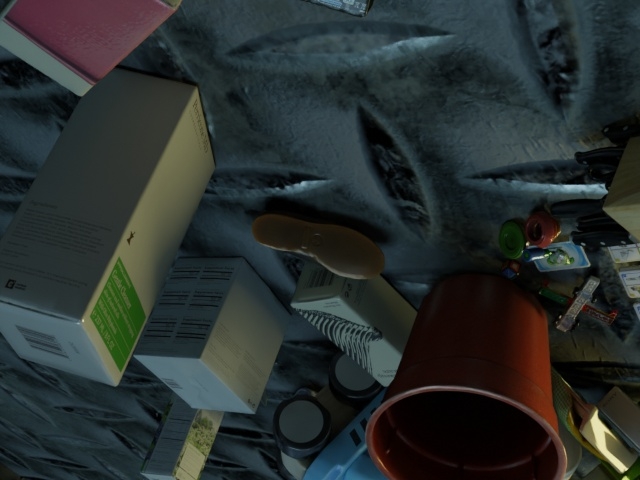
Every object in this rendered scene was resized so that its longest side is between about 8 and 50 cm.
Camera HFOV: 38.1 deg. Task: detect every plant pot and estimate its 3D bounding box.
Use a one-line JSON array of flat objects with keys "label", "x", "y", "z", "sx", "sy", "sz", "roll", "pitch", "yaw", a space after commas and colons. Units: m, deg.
[{"label": "plant pot", "x": 0.224, "y": 0.206, "z": 1.355, "sx": 0.272, "sy": 0.265, "sz": 0.272, "roll": 9, "pitch": 132, "yaw": 10}]

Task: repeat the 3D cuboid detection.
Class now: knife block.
[{"label": "knife block", "x": 0.361, "y": -0.038, "z": 0.968, "sx": 0.088, "sy": 0.275, "sz": 0.242, "roll": 33, "pitch": 117, "yaw": -23}]

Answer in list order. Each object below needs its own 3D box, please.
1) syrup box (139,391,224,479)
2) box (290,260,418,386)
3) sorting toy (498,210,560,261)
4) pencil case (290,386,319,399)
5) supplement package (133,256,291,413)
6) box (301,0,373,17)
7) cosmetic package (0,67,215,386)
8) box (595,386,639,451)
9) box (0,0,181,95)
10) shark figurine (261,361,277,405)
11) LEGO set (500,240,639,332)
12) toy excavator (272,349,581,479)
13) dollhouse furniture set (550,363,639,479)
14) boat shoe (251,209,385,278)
[{"label": "syrup box", "x": -0.302, "y": 0.436, "z": 2.084, "sx": 0.096, "sy": 0.237, "sz": 0.093, "roll": -2, "pitch": 143, "yaw": 30}, {"label": "box", "x": 0.082, "y": 0.135, "z": 1.529, "sx": 0.113, "sy": 0.094, "sz": 0.275, "roll": -11, "pitch": 137, "yaw": 41}, {"label": "sorting toy", "x": 0.287, "y": -0.003, "z": 1.246, "sx": 0.042, "sy": 0.061, "sz": 0.102, "roll": -5, "pitch": 169, "yaw": -29}, {"label": "pencil case", "x": 0.044, "y": 0.421, "z": 1.977, "sx": 0.273, "sy": 0.124, "sz": 0.113, "roll": 33, "pitch": 147, "yaw": -20}, {"label": "supplement package", "x": -0.183, "y": 0.164, "z": 1.620, "sx": 0.149, "sy": 0.203, "sz": 0.194, "roll": -1, "pitch": 143, "yaw": 31}, {"label": "box", "x": -0.024, "y": -0.319, "z": 0.852, "sx": 0.191, "sy": 0.045, "sz": 0.184, "roll": 16, "pitch": 122, "yaw": 5}, {"label": "cosmetic package", "x": -0.280, "y": -0.025, "z": 1.215, "sx": 0.155, "sy": 0.365, "sz": 0.197, "roll": 14, "pitch": 151, "yaw": 12}, {"label": "box", "x": 0.617, "y": 0.398, "z": 1.550, "sx": 0.322, "sy": 0.058, "sz": 0.232, "roll": 43, "pitch": -175, "yaw": -32}, {"label": "box", "x": -0.233, "y": -0.282, "z": 0.992, "sx": 0.127, "sy": 0.148, "sz": 0.232, "roll": 34, "pitch": 147, "yaw": -25}, {"label": "shark figurine", "x": -0.225, "y": 0.246, "z": 1.849, "sx": 0.166, "sy": 0.116, "sz": 0.278, "roll": 14, "pitch": 166, "yaw": 39}, {"label": "LEGO set", "x": 0.383, "y": 0.052, "z": 1.299, "sx": 0.244, "sy": 0.060, "sz": 0.182, "roll": -9, "pitch": 127, "yaw": 37}, {"label": "toy excavator", "x": 0.190, "y": 0.390, "z": 1.715, "sx": 0.445, "sy": 0.433, "sz": 0.222, "roll": 41, "pitch": 155, "yaw": 21}, {"label": "dollhouse furniture set", "x": 0.418, "y": 0.351, "z": 1.519, "sx": 0.301, "sy": 0.151, "sz": 0.197, "roll": 45, "pitch": -175, "yaw": -27}, {"label": "boat shoe", "x": 0.000, "y": 0.000, "z": 1.397, "sx": 0.207, "sy": 0.073, "sz": 0.073, "roll": 21, "pitch": -173, "yaw": 4}]
